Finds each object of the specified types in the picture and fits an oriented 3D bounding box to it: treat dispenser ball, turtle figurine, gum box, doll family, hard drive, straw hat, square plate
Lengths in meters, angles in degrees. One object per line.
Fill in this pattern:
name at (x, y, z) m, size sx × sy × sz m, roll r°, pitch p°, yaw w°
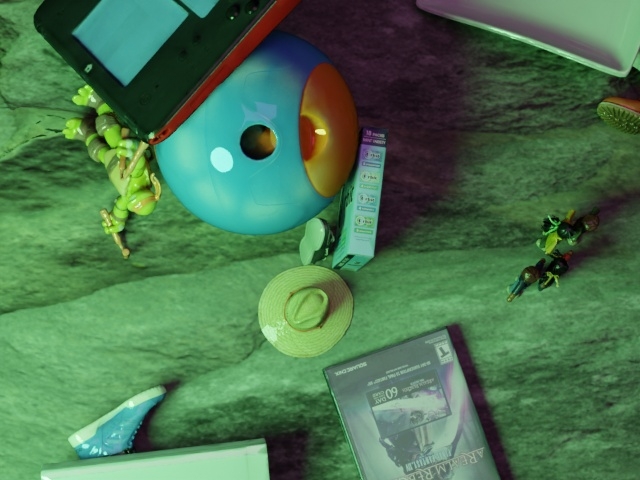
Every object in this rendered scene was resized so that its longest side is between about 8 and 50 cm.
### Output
treat dispenser ball at (-0.090, -0.150, 1.745) m, size 0.288 × 0.288 × 0.288 m, roll 1°, pitch 81°, yaw -6°
turtle figurine at (-0.279, -0.117, 1.766) m, size 0.087 × 0.269 × 0.217 m, roll -21°, pitch 63°, yaw -25°
gum box at (0.057, -0.057, 1.813) m, size 0.041 × 0.157 × 0.184 m, roll 7°, pitch 80°, yaw -6°
doll family at (0.342, 0.020, 1.855) m, size 0.076 × 0.111 × 0.193 m, roll 29°, pitch 80°, yaw -1°
hard drive at (-0.221, 0.391, 1.743) m, size 0.308 × 0.040 × 0.203 m, roll -6°, pitch 101°, yaw -8°
straw hat at (-0.018, 0.098, 1.829) m, size 0.145 × 0.061 × 0.144 m, roll 1°, pitch 81°, yaw -7°
square plate at (0.369, -0.448, 1.921) m, size 0.344 × 0.049 × 0.347 m, roll 22°, pitch 81°, yaw 17°

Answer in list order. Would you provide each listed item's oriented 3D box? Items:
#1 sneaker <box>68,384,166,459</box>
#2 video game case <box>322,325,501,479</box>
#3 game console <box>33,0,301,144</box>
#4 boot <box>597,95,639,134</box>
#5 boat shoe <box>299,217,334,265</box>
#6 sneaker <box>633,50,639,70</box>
sneaker at (-0.270, 0.274, 1.776) m, size 0.152 × 0.058 × 0.084 m, roll -32°, pitch 88°, yaw -13°
video game case at (0.139, 0.286, 1.836) m, size 0.196 × 0.026 × 0.274 m, roll -18°, pitch 83°, yaw -9°
game console at (-0.204, -0.341, 1.703) m, size 0.342 × 0.060 × 0.386 m, roll -45°, pitch 49°, yaw -1°
boot at (0.505, -0.207, 1.941) m, size 0.158 × 0.059 × 0.084 m, roll 14°, pitch 73°, yaw -9°
boat shoe at (0.000, 0.000, 1.815) m, size 0.038 × 0.125 × 0.046 m, roll -11°, pitch 65°, yaw -17°
sneaker at (0.513, -0.302, 1.926) m, size 0.234 × 0.078 × 0.106 m, roll 28°, pitch 64°, yaw 17°
